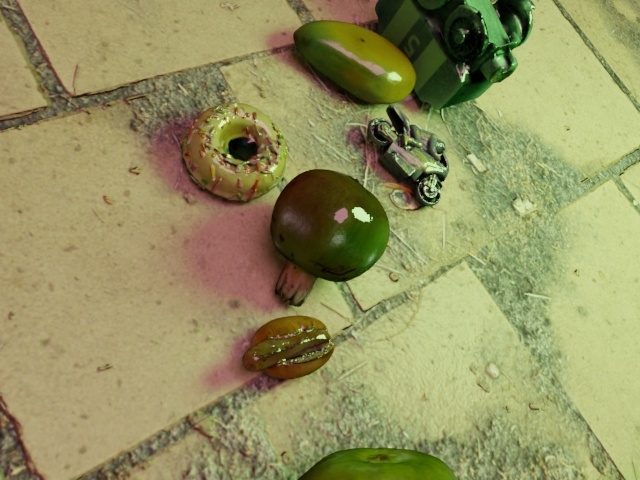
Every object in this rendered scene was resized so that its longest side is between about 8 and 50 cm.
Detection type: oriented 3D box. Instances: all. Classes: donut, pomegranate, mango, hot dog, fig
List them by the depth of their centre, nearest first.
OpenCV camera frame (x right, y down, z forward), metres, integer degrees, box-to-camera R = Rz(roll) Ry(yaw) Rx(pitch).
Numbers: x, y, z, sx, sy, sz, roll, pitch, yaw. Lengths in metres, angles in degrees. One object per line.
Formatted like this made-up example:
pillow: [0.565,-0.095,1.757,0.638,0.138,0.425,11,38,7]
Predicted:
fig: [0.056,0.387,0.633,0.233,0.233,0.314,15,55,-16]
hot dog: [-0.046,0.148,0.803,0.140,0.060,0.090,-4,63,-21]
pomegranate: [0.000,0.000,0.845,0.180,0.180,0.210,27,97,-9]
donut: [-0.130,-0.145,0.900,0.174,0.068,0.175,10,62,-20]
mango: [0.069,-0.340,1.067,0.237,0.091,0.137,34,52,-5]

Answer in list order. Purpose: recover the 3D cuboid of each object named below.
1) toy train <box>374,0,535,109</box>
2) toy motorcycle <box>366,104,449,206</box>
toy train: [0.249,-0.407,1.087,0.167,0.238,0.299,-20,78,-31]
toy motorcycle: [0.173,-0.160,1.042,0.124,0.061,0.193,-38,91,-26]
